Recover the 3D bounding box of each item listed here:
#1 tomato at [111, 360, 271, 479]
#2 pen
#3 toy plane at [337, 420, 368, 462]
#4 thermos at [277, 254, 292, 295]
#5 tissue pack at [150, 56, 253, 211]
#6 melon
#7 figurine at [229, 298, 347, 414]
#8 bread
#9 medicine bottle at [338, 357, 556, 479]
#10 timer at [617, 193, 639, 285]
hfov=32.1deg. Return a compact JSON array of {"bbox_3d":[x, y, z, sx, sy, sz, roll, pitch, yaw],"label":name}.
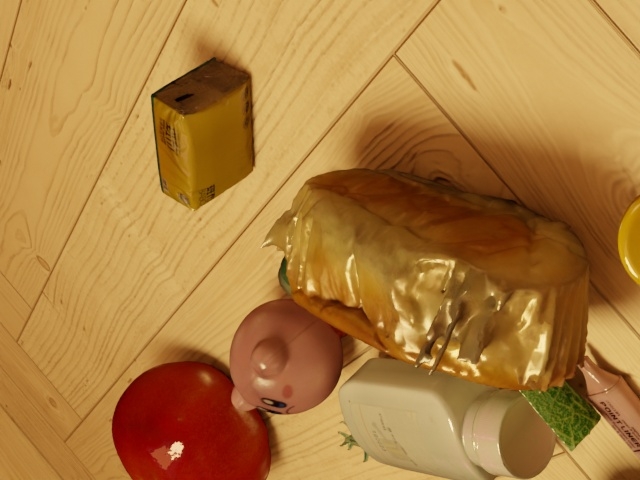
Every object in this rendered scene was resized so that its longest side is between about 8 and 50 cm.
[{"bbox_3d":[-0.234,0.353,1.966,0.298,0.226,0.299,33,142,31],"label":"tomato"},{"bbox_3d":[0.348,0.200,1.253,0.197,0.032,0.053,51,149,-2],"label":"pen"},{"bbox_3d":[0.064,0.309,1.726,0.083,0.033,0.080,-9,114,47],"label":"toy plane"},{"bbox_3d":[-0.005,0.000,1.453,0.083,0.073,0.188,40,147,19],"label":"thermos"},{"bbox_3d":[-0.150,-0.136,1.452,0.082,0.120,0.169,35,144,27],"label":"tissue pack"},{"bbox_3d":[0.229,0.139,1.322,0.262,0.053,0.114,47,-174,26],"label":"melon"},{"bbox_3d":[-0.050,0.168,1.593,0.173,0.173,0.173,32,144,27],"label":"figurine"},{"bbox_3d":[0.122,0.043,1.209,0.388,0.236,0.183,31,126,50],"label":"bread"},{"bbox_3d":[0.162,0.237,1.456,0.296,0.111,0.161,-2,123,55],"label":"medicine bottle"},{"bbox_3d":[0.323,0.000,1.004,0.107,0.109,0.107,2,99,14],"label":"timer"}]
